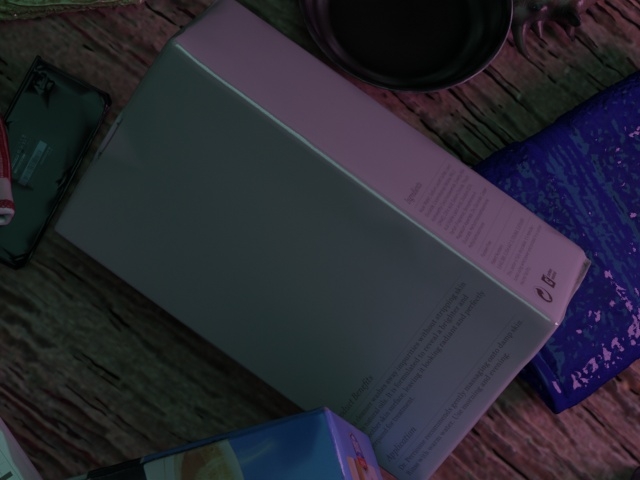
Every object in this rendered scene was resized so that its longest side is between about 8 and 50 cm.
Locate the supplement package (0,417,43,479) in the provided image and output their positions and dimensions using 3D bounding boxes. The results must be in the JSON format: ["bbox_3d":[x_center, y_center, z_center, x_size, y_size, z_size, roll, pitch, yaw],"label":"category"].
[{"bbox_3d":[-0.341,0.182,1.466,0.175,0.177,0.293,-34,85,-14],"label":"supplement package"}]

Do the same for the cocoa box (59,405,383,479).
[{"bbox_3d":[-0.053,0.264,1.314,0.228,0.347,0.231,-16,80,3],"label":"cocoa box"}]

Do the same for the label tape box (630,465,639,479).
[{"bbox_3d":[0.314,0.388,1.558,0.240,0.106,0.334,30,75,-1],"label":"label tape box"}]

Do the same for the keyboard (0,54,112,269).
[{"bbox_3d":[-0.270,-0.074,1.611,0.108,0.023,0.180,28,75,-8],"label":"keyboard"}]

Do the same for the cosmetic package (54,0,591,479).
[{"bbox_3d":[0.000,0.000,1.520,0.385,0.156,0.217,38,118,1],"label":"cosmetic package"}]

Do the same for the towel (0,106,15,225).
[{"bbox_3d":[-0.385,-0.113,1.511,0.237,0.037,0.329,-10,48,-9],"label":"towel"}]

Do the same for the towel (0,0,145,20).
[{"bbox_3d":[-0.230,-0.256,1.652,0.148,0.027,0.110,-8,79,-9],"label":"towel"}]

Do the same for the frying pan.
[{"bbox_3d":[0.043,-0.269,1.682,0.197,0.053,0.326,-28,73,-18],"label":"frying pan"}]

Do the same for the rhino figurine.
[{"bbox_3d":[0.233,-0.279,1.702,0.106,0.073,0.243,22,77,0],"label":"rhino figurine"}]

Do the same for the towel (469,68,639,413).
[{"bbox_3d":[0.265,-0.014,1.656,0.308,0.076,0.228,-32,91,-14],"label":"towel"}]
